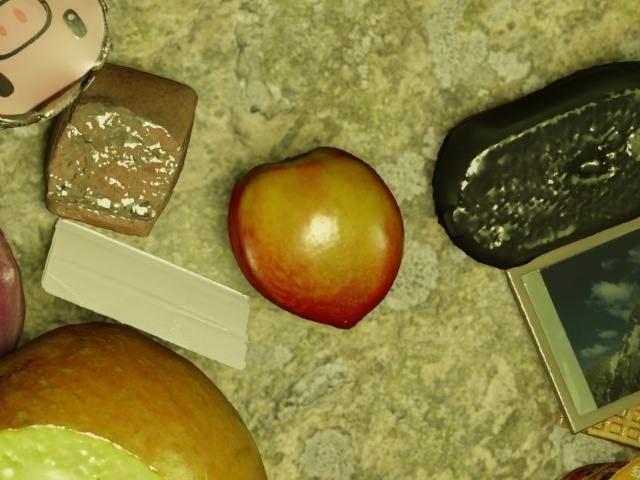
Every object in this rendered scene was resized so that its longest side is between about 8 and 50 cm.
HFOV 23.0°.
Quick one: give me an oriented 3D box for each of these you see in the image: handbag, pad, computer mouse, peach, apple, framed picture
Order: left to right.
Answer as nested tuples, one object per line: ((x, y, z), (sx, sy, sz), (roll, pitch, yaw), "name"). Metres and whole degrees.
((-0.327, -0.201, 1.604), (0.205, 0.116, 0.179), (-42, 103, -19), "handbag")
((-0.237, 0.277, 1.539), (0.384, 0.374, 0.374), (-30, 103, -47), "apple")
((-0.179, 0.055, 1.660), (0.232, 0.156, 0.004), (23, 115, -14), "pad")
((0.000, 0.000, 1.676), (0.197, 0.197, 0.197), (-1, 95, -13), "peach")
((0.276, -0.088, 1.765), (0.323, 0.116, 0.183), (-21, 102, -3), "computer mouse")
((0.370, 0.078, 1.821), (0.281, 0.019, 0.209), (-23, 87, -16), "framed picture")

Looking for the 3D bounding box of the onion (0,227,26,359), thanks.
((-0.419, 0.036, 1.570), (0.227, 0.120, 0.283), (-5, 115, -2), "onion")

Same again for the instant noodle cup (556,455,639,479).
((0.352, 0.340, 1.775), (0.216, 0.172, 0.215), (1, 86, -18), "instant noodle cup")

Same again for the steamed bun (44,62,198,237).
((-0.213, -0.096, 1.658), (0.145, 0.106, 0.175), (17, 93, -14), "steamed bun")

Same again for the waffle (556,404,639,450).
((0.358, 0.190, 1.841), (0.148, 0.042, 0.102), (18, 90, -12), "waffle")
